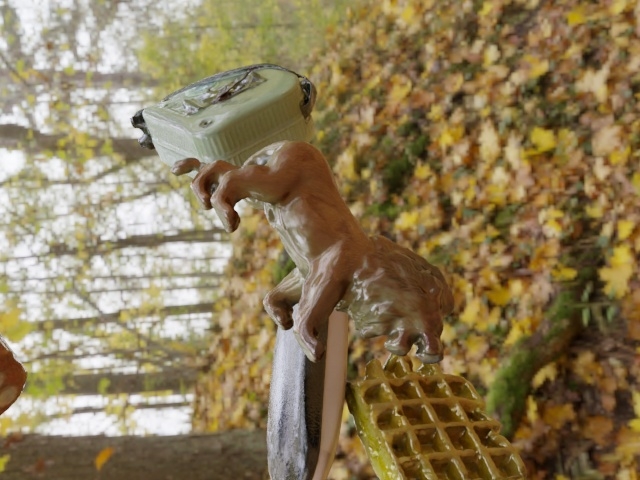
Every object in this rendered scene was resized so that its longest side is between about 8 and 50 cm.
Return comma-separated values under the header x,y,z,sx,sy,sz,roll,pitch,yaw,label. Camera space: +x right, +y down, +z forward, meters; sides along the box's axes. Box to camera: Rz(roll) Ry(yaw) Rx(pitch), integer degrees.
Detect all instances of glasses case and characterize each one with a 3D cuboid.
x,y,z,sx,sy,sz,roll,pitch,yaw,label
-0.015,0.157,1.094,0.122,0.075,0.315,129,152,-51,glasses case

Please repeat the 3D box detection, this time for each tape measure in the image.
x,y,z,sx,sy,sz,roll,pitch,yaw,label
-0.125,-0.174,1.248,0.235,0.207,0.115,27,144,54,tape measure

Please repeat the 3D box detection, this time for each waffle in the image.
x,y,z,sx,sy,sz,roll,pitch,yaw,label
0.122,0.209,1.048,0.211,0.160,0.055,-116,35,-48,waffle

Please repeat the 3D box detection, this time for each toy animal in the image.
x,y,z,sx,sy,sz,roll,pitch,yaw,label
0.000,0.000,0.863,0.312,0.157,0.097,56,164,15,toy animal

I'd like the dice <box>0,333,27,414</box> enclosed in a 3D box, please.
x,y,z,sx,sy,sz,roll,pitch,yaw,label
-0.582,0.194,1.440,0.179,0.174,0.175,34,156,33,dice
